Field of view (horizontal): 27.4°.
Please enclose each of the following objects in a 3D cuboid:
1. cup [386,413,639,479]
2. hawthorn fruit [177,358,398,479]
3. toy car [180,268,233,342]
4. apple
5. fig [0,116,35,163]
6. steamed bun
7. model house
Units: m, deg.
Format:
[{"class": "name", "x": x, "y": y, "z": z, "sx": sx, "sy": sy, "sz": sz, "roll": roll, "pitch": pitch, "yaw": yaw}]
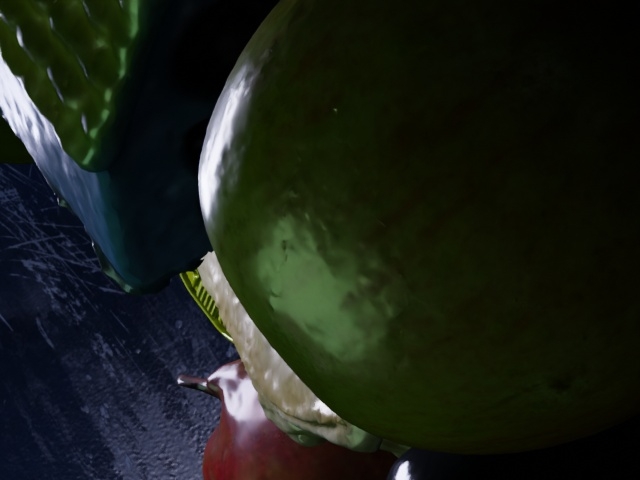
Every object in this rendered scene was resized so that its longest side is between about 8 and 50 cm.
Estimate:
[{"class": "cup", "x": 0.126, "y": 0.136, "z": 0.679, "sx": 0.169, "sy": 0.176, "sz": 0.223, "roll": 56, "pitch": 176, "yaw": -27}, {"class": "hawthorn fruit", "x": 0.021, "y": 0.263, "z": 1.497, "sx": 0.308, "sy": 0.308, "sz": 0.325, "roll": 151, "pitch": 100, "yaw": -83}, {"class": "toy car", "x": -0.075, "y": 0.009, "z": 1.525, "sx": 0.200, "sy": 0.142, "sz": 0.248, "roll": 52, "pitch": 152, "yaw": 11}, {"class": "apple", "x": 0.053, "y": -0.019, "z": 0.455, "sx": 0.196, "sy": 0.196, "sz": 0.196, "roll": 54, "pitch": 173, "yaw": 10}, {"class": "fig", "x": -0.241, "y": -0.187, "z": 1.030, "sx": 0.316, "sy": 0.316, "sz": 0.316, "roll": 54, "pitch": 173, "yaw": 10}, {"class": "steamed bun", "x": 0.033, "y": 0.081, "z": 1.096, "sx": 0.428, "sy": 0.189, "sz": 0.247, "roll": -156, "pitch": 70, "yaw": -65}, {"class": "model house", "x": -0.101, "y": -0.156, "z": 0.721, "sx": 0.237, "sy": 0.215, "sz": 0.303, "roll": 53, "pitch": 169, "yaw": 23}]
